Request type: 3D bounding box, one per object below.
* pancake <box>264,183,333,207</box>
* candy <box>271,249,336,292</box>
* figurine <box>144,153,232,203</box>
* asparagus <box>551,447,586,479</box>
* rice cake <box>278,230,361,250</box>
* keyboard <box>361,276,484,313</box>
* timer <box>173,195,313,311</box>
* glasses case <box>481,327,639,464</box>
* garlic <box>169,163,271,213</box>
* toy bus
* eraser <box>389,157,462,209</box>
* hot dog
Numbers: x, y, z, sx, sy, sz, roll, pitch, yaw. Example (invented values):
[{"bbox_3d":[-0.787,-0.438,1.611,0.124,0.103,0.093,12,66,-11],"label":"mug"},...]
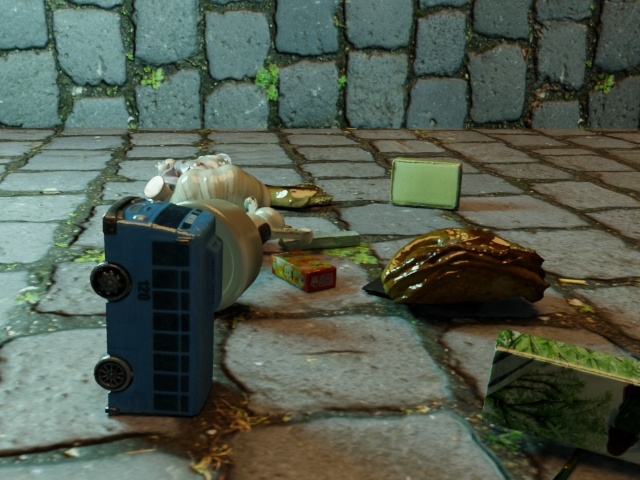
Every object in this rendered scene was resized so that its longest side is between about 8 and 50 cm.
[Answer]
[{"bbox_3d":[-0.097,-0.120,1.834,0.257,0.056,0.212,-2,17,-10],"label":"pancake"},{"bbox_3d":[-0.030,0.052,1.283,0.062,0.038,0.122,-10,19,-33],"label":"candy"},{"bbox_3d":[-0.297,-0.115,1.681,0.200,0.133,0.276,26,31,29],"label":"figurine"},{"bbox_3d":[0.248,0.228,0.745,0.016,0.013,0.166,25,27,31],"label":"asparagus"},{"bbox_3d":[0.000,0.000,1.479,0.171,0.029,0.033,-4,20,-18],"label":"rice cake"},{"bbox_3d":[0.169,0.090,1.215,0.196,0.015,0.074,11,15,28],"label":"keyboard"},{"bbox_3d":[-0.132,-0.006,1.219,0.175,0.175,0.266,9,18,24],"label":"timer"},{"bbox_3d":[0.308,0.173,0.753,0.272,0.095,0.062,12,25,18],"label":"glasses case"},{"bbox_3d":[-0.178,-0.024,1.399,0.199,0.199,0.226,-5,50,-20],"label":"garlic"},{"bbox_3d":[-0.181,0.073,0.850,0.133,0.234,0.116,4,16,2],"label":"toy bus"},{"bbox_3d":[0.262,-0.141,1.831,0.172,0.117,0.058,5,12,13],"label":"eraser"},{"bbox_3d":[0.224,0.038,1.165,0.259,0.114,0.175,1,12,-14],"label":"hot dog"}]
